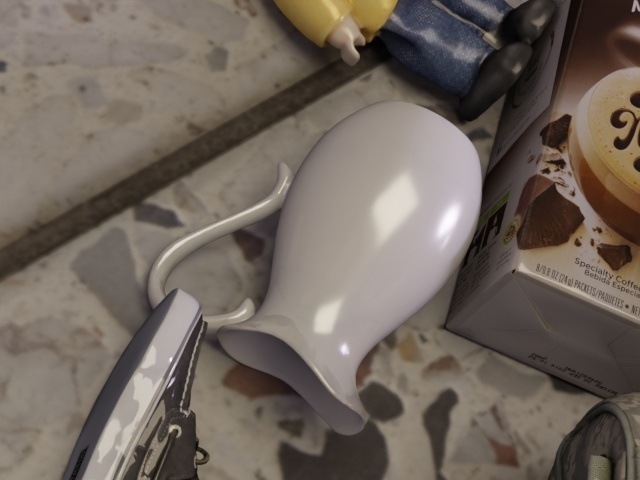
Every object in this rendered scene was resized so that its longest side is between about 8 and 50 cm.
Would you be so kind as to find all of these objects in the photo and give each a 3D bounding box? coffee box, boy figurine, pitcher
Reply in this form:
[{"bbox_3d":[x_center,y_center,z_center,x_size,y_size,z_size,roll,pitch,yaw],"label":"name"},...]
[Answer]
[{"bbox_3d":[0.217,-0.050,1.390,0.168,0.119,0.297,23,60,-11],"label":"coffee box"},{"bbox_3d":[0.032,-0.215,1.408,0.285,0.092,0.177,37,60,-7],"label":"boy figurine"},{"bbox_3d":[0.000,0.000,1.284,0.177,0.125,0.207,27,69,9],"label":"pitcher"}]

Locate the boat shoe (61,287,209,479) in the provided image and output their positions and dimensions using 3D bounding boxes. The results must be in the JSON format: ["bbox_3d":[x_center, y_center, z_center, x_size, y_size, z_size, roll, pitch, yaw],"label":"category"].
[{"bbox_3d":[-0.109,0.140,1.187,0.076,0.080,0.228,30,59,-15],"label":"boat shoe"}]

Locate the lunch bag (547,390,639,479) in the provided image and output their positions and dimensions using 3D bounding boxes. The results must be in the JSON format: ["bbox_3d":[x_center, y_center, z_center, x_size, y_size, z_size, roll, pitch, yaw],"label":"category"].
[{"bbox_3d":[0.293,0.186,1.194,0.305,0.256,0.213,-1,61,-4],"label":"lunch bag"}]
